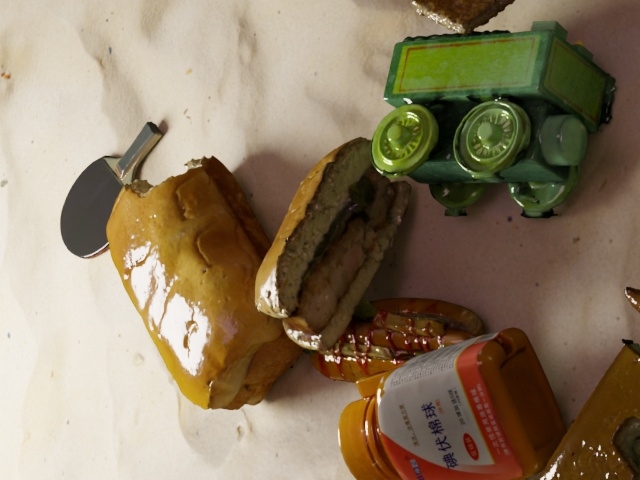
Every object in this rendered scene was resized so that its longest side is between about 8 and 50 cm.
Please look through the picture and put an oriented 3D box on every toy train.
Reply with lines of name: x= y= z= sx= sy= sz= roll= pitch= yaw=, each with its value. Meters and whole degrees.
toy train: x=0.183 y=-0.135 z=1.964 sx=0.272 sy=0.159 sz=0.188 roll=2 pitch=71 yaw=41

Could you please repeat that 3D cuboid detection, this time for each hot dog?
hot dog: x=0.084 y=0.114 z=2.024 sx=0.250 sy=0.076 sz=0.104 roll=1 pitch=77 yaw=43

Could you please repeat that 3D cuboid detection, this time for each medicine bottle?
medicine bottle: x=0.135 y=0.196 z=1.900 sx=0.222 sy=0.112 sz=0.149 roll=-21 pitch=94 yaw=35

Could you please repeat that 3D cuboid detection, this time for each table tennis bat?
table tennis bat: x=-0.288 y=-0.071 z=2.440 sx=0.220 sy=0.019 sz=0.130 roll=-52 pitch=51 yaw=18

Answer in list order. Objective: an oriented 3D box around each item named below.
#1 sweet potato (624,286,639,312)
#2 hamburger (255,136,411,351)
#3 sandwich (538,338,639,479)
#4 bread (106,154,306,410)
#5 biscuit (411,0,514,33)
sweet potato: x=0.386 y=0.085 z=1.797 sx=0.179 sy=0.044 sz=0.044 roll=29 pitch=96 yaw=35
hamburger: x=0.000 y=0.000 z=2.058 sx=0.131 sy=0.124 sz=0.262 roll=-12 pitch=40 yaw=51
sandwich: x=0.309 y=0.220 z=1.770 sx=0.128 sy=0.122 sz=0.235 roll=43 pitch=108 yaw=44
bread: x=-0.149 y=0.047 z=2.193 sx=0.195 sy=0.149 sz=0.344 roll=-50 pitch=51 yaw=20
biscuit: x=0.219 y=-0.315 z=1.998 sx=0.231 sy=0.025 sz=0.131 roll=-37 pitch=33 yaw=-8
